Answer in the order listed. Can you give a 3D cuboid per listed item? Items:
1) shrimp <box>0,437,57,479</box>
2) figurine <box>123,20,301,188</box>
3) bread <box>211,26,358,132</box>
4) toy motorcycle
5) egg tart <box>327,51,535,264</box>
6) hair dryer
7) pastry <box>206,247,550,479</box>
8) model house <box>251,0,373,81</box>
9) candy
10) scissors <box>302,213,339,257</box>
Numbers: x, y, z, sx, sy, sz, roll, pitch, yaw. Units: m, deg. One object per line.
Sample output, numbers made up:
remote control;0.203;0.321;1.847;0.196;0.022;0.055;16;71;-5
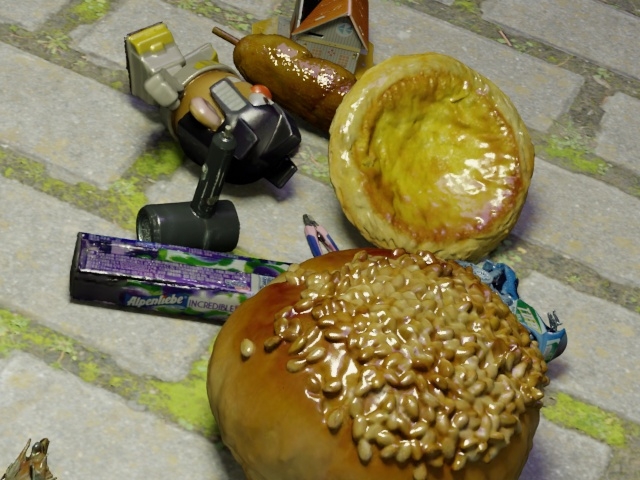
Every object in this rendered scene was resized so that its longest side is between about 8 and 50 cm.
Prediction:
shrimp;-0.284;0.304;1.738;0.143;0.052;0.251;18;43;-15
figurine;-0.143;-0.178;2.325;0.308;0.143;0.308;19;28;-11
bread;-0.013;-0.218;2.440;0.344;0.124;0.084;29;56;4
toy motorcycle;0.239;0.096;2.165;0.135;0.092;0.254;12;26;-21
egg tart;0.143;-0.107;2.315;0.319;0.128;0.319;3;82;-23
hair dryer;-0.150;-0.065;2.116;0.124;0.219;0.071;-4;49;-29
pastry;0.072;0.157;1.889;0.409;0.245;0.409;12;36;-9
model house;0.004;-0.335;2.595;0.207;0.136;0.219;13;37;-7
candy;-0.157;0.053;2.093;0.312;0.061;0.088;10;37;-10
scissors;0.000;0.000;2.260;0.039;0.012;0.113;-2;40;-23
